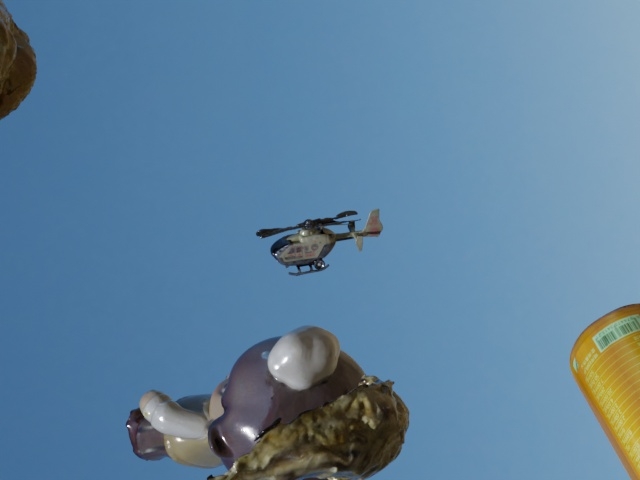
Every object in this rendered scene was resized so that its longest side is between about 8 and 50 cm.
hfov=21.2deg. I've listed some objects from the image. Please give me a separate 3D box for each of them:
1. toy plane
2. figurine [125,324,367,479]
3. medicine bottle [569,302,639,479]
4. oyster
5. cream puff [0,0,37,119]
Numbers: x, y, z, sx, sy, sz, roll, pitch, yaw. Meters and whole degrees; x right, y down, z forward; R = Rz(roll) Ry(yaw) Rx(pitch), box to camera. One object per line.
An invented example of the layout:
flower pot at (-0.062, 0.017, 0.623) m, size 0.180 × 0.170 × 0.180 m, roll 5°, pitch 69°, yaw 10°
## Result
toy plane at (0.000, 0.000, 1.574) m, size 0.031 × 0.120 × 0.049 m, roll -120°, pitch 24°, yaw -56°
figurine at (-0.082, 0.208, 2.129) m, size 0.218 × 0.365 × 0.206 m, roll 26°, pitch -102°, yaw -37°
medicine bottle at (0.271, 0.144, 1.314) m, size 0.096 × 0.096 × 0.192 m, roll 56°, pitch -174°, yaw -44°
oyster at (-0.012, 0.216, 1.690) m, size 0.294 × 0.166 × 0.094 m, roll -27°, pitch -97°, yaw -29°
cream puff at (-0.391, -0.178, 1.579) m, size 0.244 × 0.196 × 0.244 m, roll 43°, pitch -176°, yaw -4°
